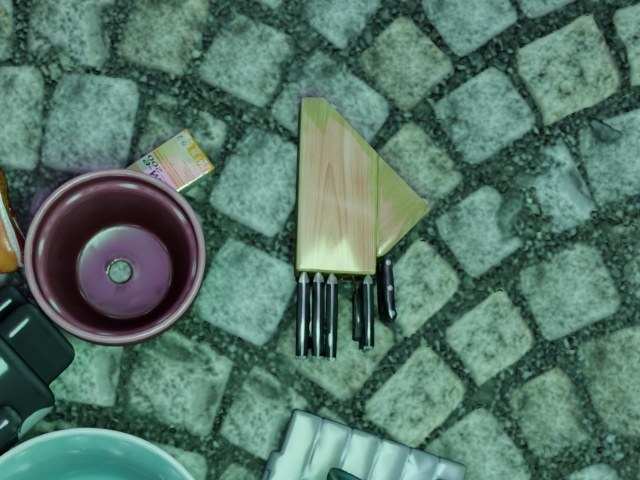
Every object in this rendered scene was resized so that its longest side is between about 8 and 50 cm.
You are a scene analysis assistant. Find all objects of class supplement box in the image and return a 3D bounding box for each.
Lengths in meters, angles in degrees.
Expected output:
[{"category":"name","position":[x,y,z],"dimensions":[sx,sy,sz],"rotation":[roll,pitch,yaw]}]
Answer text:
[{"category":"supplement box","position":[-0.186,-0.083,1.844],"dimensions":[0.098,0.036,0.062],"rotation":[-35,85,-7]}]

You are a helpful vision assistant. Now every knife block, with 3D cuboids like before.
[{"category":"knife block","position":[0.000,0.000,1.820],"dimensions":[0.242,0.088,0.275],"rotation":[-43,88,-9]}]

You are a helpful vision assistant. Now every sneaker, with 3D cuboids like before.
[{"category":"sneaker","position":[-0.404,-0.043,1.812],"dimensions":[0.067,0.064,0.175],"rotation":[-18,81,4]}]

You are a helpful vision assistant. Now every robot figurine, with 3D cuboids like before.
[{"category":"robot figurine","position":[-0.417,0.179,1.705],"dimensions":[0.278,0.209,0.173],"rotation":[-43,88,-11]}]

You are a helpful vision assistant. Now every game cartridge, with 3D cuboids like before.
[{"category":"game cartridge","position":[0.012,0.399,1.784],"dimensions":[0.230,0.068,0.355],"rotation":[19,82,3]}]

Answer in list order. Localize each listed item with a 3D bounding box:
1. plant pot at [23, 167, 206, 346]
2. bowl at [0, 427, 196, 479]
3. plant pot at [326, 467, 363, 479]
[{"category":"plant pot","position":[-0.232,0.027,1.753],"dimensions":[0.201,0.180,0.201],"rotation":[0,83,-3]},{"category":"bowl","position":[-0.264,0.370,1.714],"dimensions":[0.312,0.163,0.311],"rotation":[1,82,-5]},{"category":"plant pot","position":[0.046,0.478,1.599],"dimensions":[0.341,0.341,0.334],"rotation":[37,89,1]}]
